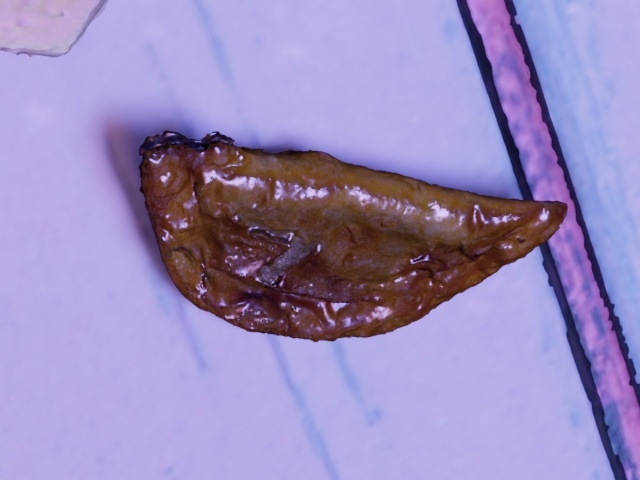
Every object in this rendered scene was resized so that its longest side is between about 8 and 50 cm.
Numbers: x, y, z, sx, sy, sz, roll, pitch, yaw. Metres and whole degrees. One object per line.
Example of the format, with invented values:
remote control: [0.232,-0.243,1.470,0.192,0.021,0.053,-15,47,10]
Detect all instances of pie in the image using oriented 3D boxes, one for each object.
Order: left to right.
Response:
pie: [0.001,0.002,0.693,0.191,0.033,0.088,9,121,-30]

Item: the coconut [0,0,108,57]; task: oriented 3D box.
coconut: [-0.134,-0.148,0.447,0.245,0.233,0.233,5,108,-23]
